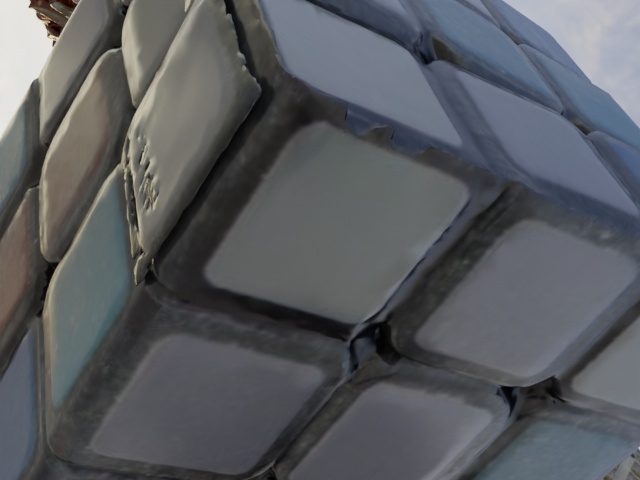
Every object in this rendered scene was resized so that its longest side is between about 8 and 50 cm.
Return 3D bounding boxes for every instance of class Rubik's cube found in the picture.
[{"bbox_3d":[0.000,0.000,0.587,0.363,0.362,0.358,-52,-142,30],"label":"Rubik's cube"}]

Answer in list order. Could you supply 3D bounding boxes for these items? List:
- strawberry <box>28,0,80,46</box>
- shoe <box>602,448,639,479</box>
[{"bbox_3d":[-0.311,-0.439,1.361,0.292,0.292,0.343,-39,-131,47],"label":"strawberry"},{"bbox_3d":[0.155,0.301,0.856,0.171,0.351,0.198,53,-17,2],"label":"shoe"}]
